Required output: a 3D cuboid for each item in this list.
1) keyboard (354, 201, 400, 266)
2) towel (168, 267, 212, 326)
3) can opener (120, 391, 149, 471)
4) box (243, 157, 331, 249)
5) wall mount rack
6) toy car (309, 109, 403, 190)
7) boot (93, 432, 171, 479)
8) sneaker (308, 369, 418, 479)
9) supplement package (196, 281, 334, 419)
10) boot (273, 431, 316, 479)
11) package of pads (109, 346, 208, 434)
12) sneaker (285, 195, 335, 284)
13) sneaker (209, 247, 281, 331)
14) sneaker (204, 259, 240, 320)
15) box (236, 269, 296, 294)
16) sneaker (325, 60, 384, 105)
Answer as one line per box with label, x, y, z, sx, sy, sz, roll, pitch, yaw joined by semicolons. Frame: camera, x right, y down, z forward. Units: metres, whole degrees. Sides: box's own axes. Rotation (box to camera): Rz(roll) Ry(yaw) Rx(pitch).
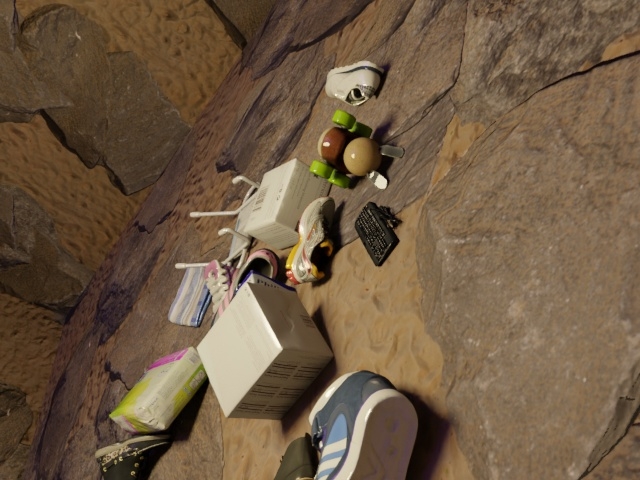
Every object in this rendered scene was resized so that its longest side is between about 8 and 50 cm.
keyboard;0.110;-0.032;1.482;0.100;0.038;0.192;-55;27;16
towel;-0.411;0.175;2.291;0.285;0.034;0.209;-4;62;61
can opener;-0.566;0.572;2.122;0.076;0.095;0.283;-53;26;23
box;-0.085;-0.089;1.816;0.182;0.119;0.180;-16;52;57
wall mount rack;-0.302;-0.037;2.176;0.304;0.131;0.349;-35;36;45
toy car;0.098;-0.186;1.601;0.188;0.149;0.155;25;92;37
boot;-0.503;0.634;1.952;0.237;0.085;0.178;-19;74;13
sneaker;0.039;0.368;1.142;0.322;0.130;0.236;-70;16;-5
supplement package;-0.118;0.232;1.470;0.203;0.149;0.194;-52;47;21
boot;-0.076;0.463;1.323;0.198;0.077;0.137;-38;27;18
package of pads;-0.445;0.422;1.956;0.297;0.101;0.229;-28;20;52
sneaker;0.000;0.000;1.633;0.093;0.088;0.225;-5;59;38
sneaker;-0.199;0.162;1.757;0.131;0.112;0.318;86;-153;-83
sneaker;-0.235;0.163;1.902;0.095;0.105;0.236;-37;57;43
box;-0.119;0.150;1.637;0.072;0.126;0.137;-55;26;19
sneaker;0.074;-0.400;1.869;0.235;0.090;0.094;-3;72;64
